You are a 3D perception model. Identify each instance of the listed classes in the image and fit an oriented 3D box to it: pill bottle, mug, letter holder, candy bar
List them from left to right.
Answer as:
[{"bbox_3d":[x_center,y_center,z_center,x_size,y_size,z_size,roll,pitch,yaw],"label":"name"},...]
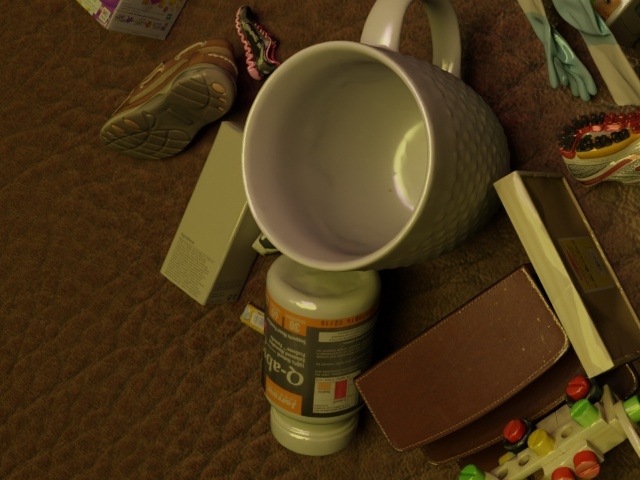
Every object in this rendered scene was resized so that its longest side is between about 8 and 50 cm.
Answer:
[{"bbox_3d":[-0.064,0.143,1.771,0.161,0.018,0.040,27,102,30],"label":"candy bar"},{"bbox_3d":[-0.002,0.160,1.605,0.162,0.162,0.279,25,127,30],"label":"pill bottle"},{"bbox_3d":[0.107,-0.149,1.464,0.276,0.328,0.374,11,97,32],"label":"mug"},{"bbox_3d":[0.236,0.194,1.497,0.302,0.152,0.214,-38,73,28],"label":"letter holder"}]

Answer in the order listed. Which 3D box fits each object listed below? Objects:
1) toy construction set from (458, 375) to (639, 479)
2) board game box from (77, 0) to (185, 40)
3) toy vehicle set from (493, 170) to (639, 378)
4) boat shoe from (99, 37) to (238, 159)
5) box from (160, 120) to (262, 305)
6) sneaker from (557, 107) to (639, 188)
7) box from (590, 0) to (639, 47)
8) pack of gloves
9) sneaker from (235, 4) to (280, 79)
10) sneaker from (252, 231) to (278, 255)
[{"bbox_3d":[0.306,0.292,1.355,0.327,0.215,0.151,-25,116,17],"label":"toy construction set"},{"bbox_3d":[-0.275,-0.485,1.818,0.142,0.144,0.275,44,113,25],"label":"board game box"},{"bbox_3d":[0.323,0.036,1.424,0.035,0.166,0.267,-32,74,30],"label":"toy vehicle set"},{"bbox_3d":[-0.240,-0.228,1.834,0.324,0.123,0.116,-21,46,41],"label":"boat shoe"},{"bbox_3d":[-0.143,-0.042,1.773,0.113,0.094,0.275,36,109,28],"label":"box"},{"bbox_3d":[0.418,-0.121,1.415,0.225,0.093,0.088,-7,44,22],"label":"sneaker"},{"bbox_3d":[0.360,-0.417,1.414,0.262,0.126,0.231,51,118,22],"label":"box"},{"bbox_3d":[0.295,-0.254,1.395,0.046,0.195,0.232,-37,109,-6],"label":"pack of gloves"},{"bbox_3d":[-0.094,-0.315,1.767,0.057,0.047,0.119,-16,90,26],"label":"sneaker"},{"bbox_3d":[0.000,0.000,1.680,0.153,0.094,0.235,37,145,-8],"label":"sneaker"}]
